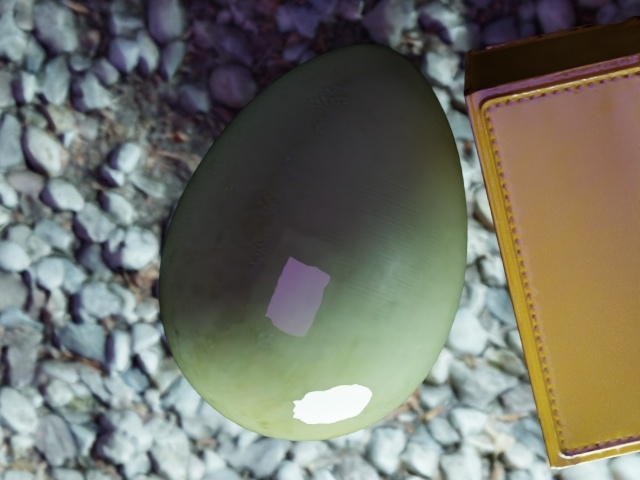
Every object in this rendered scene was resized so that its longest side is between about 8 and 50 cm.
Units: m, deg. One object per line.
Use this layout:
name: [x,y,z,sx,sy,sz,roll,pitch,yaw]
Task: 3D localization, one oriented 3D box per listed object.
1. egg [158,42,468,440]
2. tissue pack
egg: [0.000,0.000,1.320,0.218,0.218,0.295,15,95,3]
tissue pack: [0.199,-0.007,1.309,0.145,0.194,0.274,-12,104,6]
